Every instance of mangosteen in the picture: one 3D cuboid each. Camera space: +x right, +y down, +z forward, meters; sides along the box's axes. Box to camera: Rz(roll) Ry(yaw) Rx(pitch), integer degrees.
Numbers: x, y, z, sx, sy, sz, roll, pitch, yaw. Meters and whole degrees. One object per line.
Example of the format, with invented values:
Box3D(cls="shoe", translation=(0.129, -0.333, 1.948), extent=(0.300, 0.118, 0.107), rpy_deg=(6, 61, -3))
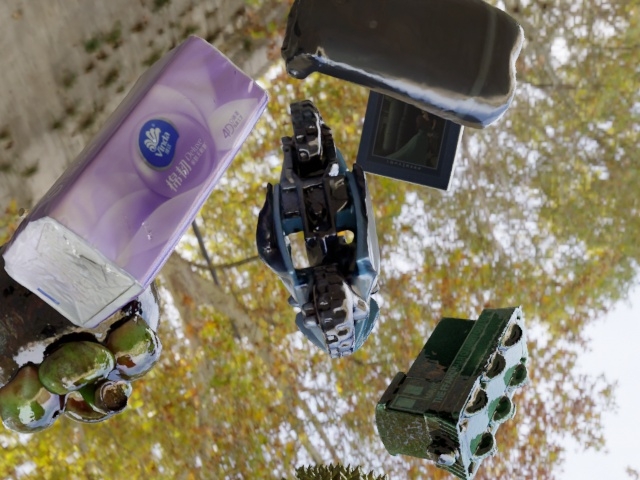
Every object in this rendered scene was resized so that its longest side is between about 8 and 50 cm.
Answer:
Box3D(cls="mangosteen", translation=(-0.370, 0.118, 1.276), extent=(0.311, 0.311, 0.311), rpy_deg=(-6, -136, 6))

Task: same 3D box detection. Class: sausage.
Box3D(cls="sausage", translation=(-0.521, -0.036, 1.668), extent=(0.024, 0.132, 0.024), rpy_deg=(-12, -111, 35))

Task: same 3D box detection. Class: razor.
Box3D(cls="razor", translation=(0.121, -0.290, 1.253), extent=(0.348, 0.113, 0.204), rpy_deg=(15, -113, -11))

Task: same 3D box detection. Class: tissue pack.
Box3D(cls="tissue pack", translation=(-0.235, -0.079, 1.113), extent=(0.242, 0.160, 0.338), rpy_deg=(-28, -152, 52))

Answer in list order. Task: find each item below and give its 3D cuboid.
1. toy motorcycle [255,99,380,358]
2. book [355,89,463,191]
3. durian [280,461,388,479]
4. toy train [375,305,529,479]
Box3D(cls="toy motorcycle", translation=(0.000, 0.000, 1.295), extent=(0.172, 0.232, 0.416), rpy_deg=(-12, -119, 1))
Box3D(cls="book", translation=(0.176, -0.241, 1.600), extent=(0.190, 0.269, 0.025), rpy_deg=(16, -168, 21))
Box3D(cls="durian", translation=(0.008, 0.289, 0.748), extent=(0.159, 0.198, 0.146), rpy_deg=(4, -156, -18))
Box3D(cls="toy train", translation=(0.219, 0.228, 1.389), extent=(0.178, 0.139, 0.330), rpy_deg=(3, -147, 31))
